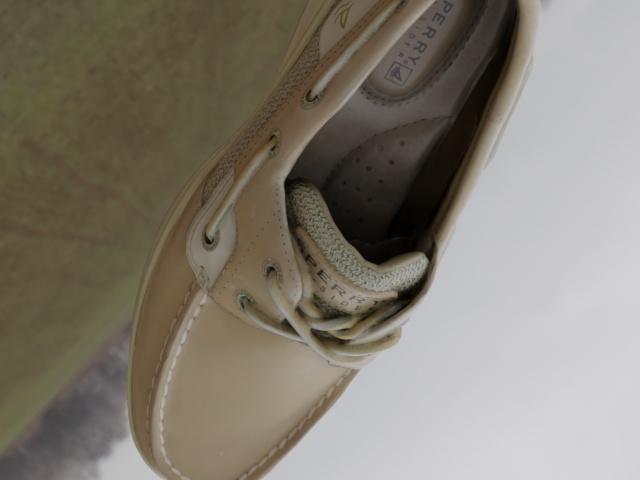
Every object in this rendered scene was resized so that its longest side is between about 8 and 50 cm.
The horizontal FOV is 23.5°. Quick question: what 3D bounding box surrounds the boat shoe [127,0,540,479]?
[{"bbox_3d":[0.000,0.000,0.653,0.302,0.109,0.098,-60,-161,21],"label":"boat shoe"}]
